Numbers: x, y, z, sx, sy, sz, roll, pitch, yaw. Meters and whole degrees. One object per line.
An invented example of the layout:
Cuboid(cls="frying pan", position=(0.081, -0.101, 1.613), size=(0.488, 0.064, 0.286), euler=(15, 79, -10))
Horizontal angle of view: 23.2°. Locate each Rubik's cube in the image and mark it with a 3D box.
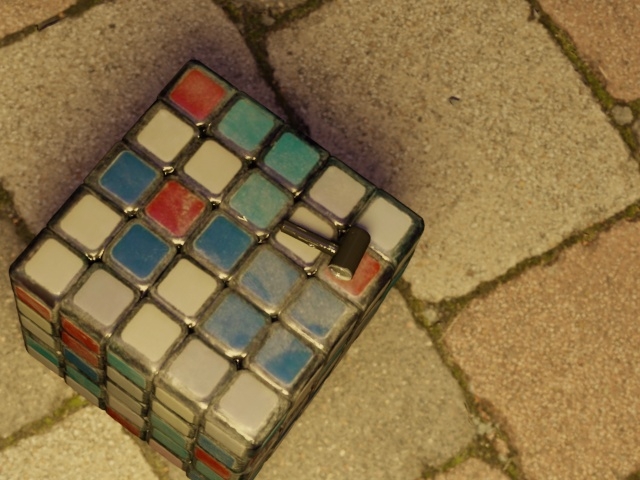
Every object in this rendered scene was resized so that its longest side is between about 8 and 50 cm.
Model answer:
Cuboid(cls="Rubik's cube", position=(-0.107, 0.050, 1.557), size=(0.287, 0.292, 0.293), euler=(36, 72, 6))

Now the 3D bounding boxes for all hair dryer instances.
Cuboid(cls="hair dryer", position=(0.000, 0.000, 1.426), size=(0.083, 0.026, 0.047), euler=(23, 66, 8))
